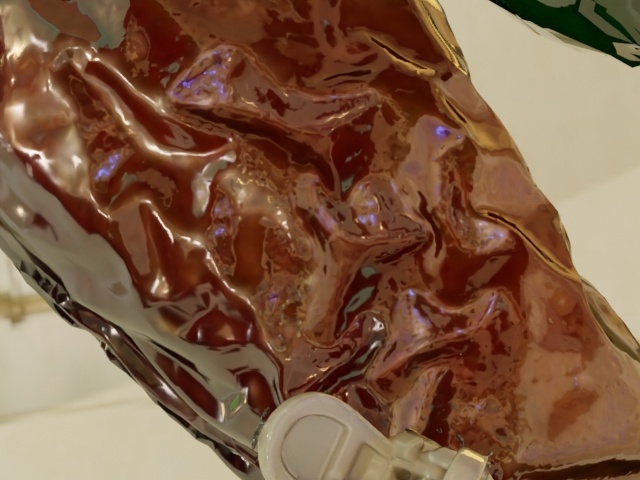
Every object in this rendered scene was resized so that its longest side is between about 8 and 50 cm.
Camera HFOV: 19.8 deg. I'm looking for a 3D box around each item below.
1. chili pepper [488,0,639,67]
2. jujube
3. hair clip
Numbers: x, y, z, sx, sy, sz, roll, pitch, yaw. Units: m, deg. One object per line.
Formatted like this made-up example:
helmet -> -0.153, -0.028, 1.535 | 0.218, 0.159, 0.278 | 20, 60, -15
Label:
chili pepper -> 0.107, -0.180, 0.551 | 0.174, 0.261, 0.165 | -1, -145, 35
jujube -> 0.000, 0.000, 0.719 | 0.216, 0.342, 0.216 | -33, 163, -11
hair clip -> 0.079, 0.104, 0.557 | 0.226, 0.034, 0.072 | 33, 168, -38
